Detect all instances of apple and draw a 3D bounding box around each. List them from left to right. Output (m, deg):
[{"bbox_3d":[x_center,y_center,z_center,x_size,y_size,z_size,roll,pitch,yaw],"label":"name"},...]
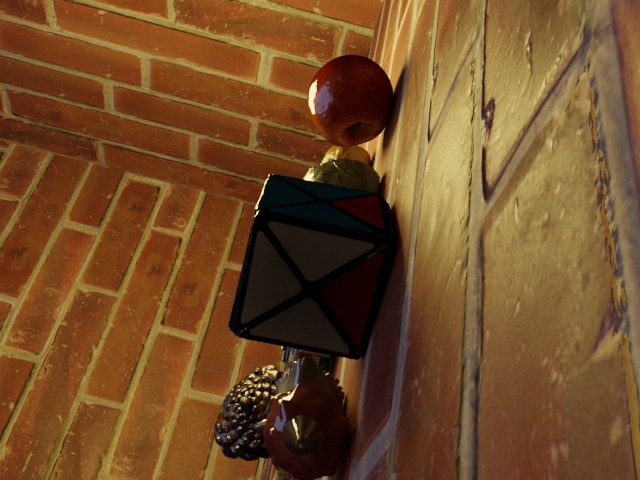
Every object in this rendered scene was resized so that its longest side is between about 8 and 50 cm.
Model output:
[{"bbox_3d":[0.076,-0.349,1.728,0.218,0.218,0.201,109,149,-58],"label":"apple"}]

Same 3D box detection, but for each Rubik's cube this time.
[{"bbox_3d":[-0.013,0.042,1.259,0.246,0.248,0.250,-82,6,-69],"label":"Rubik's cube"}]

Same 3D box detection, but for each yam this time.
[{"bbox_3d":[0.027,-0.039,1.528,0.271,0.201,0.203,-89,11,-48],"label":"yam"}]

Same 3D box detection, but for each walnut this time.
[{"bbox_3d":[0.066,-0.182,1.886,0.144,0.144,0.180,-123,56,-86],"label":"walnut"}]

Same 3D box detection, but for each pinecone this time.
[{"bbox_3d":[-0.186,0.539,2.108,0.298,0.242,0.296,-56,-4,-15],"label":"pinecone"}]

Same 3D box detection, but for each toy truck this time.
[{"bbox_3d":[-0.006,0.179,1.665,0.155,0.124,0.268,168,114,-79],"label":"toy truck"}]

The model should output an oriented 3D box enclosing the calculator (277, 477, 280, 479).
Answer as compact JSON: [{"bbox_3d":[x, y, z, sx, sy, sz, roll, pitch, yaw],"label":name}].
[{"bbox_3d":[-0.097,0.640,1.774,0.172,0.018,0.057,-36,-73,-83],"label":"calculator"}]

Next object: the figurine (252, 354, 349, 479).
[{"bbox_3d":[-0.034,0.316,1.181,0.387,0.166,0.207,-76,-16,-85],"label":"figurine"}]

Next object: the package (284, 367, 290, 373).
[{"bbox_3d":[-0.086,0.453,2.430,0.270,0.071,0.194,-62,8,9],"label":"package"}]

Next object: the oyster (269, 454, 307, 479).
[{"bbox_3d":[-0.077,0.510,1.625,0.355,0.106,0.201,110,170,-61],"label":"oyster"}]
